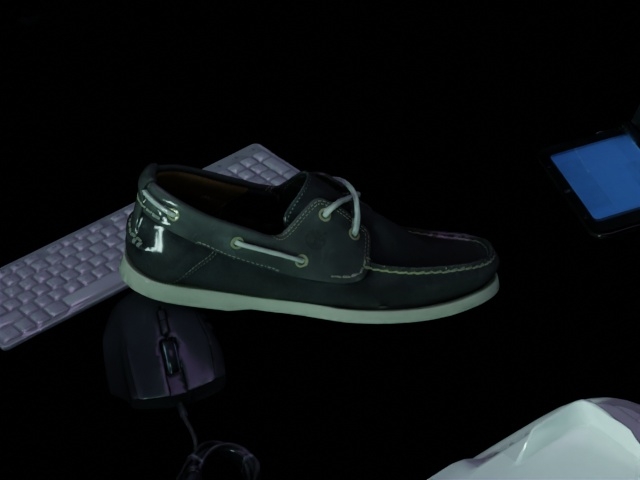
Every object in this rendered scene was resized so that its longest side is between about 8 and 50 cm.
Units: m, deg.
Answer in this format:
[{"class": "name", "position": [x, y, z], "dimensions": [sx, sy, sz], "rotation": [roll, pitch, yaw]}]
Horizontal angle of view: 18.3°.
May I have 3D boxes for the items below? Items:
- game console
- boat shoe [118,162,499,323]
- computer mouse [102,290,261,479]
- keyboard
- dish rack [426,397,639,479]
[{"class": "game console", "position": [0.208, -0.066, 1.296], "dimensions": [0.071, 0.107, 0.122], "rotation": [13, 26, -23]}, {"class": "boat shoe", "position": [0.000, 0.000, 1.191], "dimensions": [0.233, 0.079, 0.084], "rotation": [6, 24, -11]}, {"class": "computer mouse", "position": [-0.080, 0.090, 1.127], "dimensions": [0.071, 0.041, 0.242], "rotation": [-12, 33, -9]}, {"class": "keyboard", "position": [-0.119, 0.001, 1.303], "dimensions": [0.256, 0.014, 0.072], "rotation": [-28, 38, -30]}, {"class": "dish rack", "position": [0.113, 0.192, 0.850], "dimensions": [0.285, 0.072, 0.333], "rotation": [-31, 34, -16]}]
